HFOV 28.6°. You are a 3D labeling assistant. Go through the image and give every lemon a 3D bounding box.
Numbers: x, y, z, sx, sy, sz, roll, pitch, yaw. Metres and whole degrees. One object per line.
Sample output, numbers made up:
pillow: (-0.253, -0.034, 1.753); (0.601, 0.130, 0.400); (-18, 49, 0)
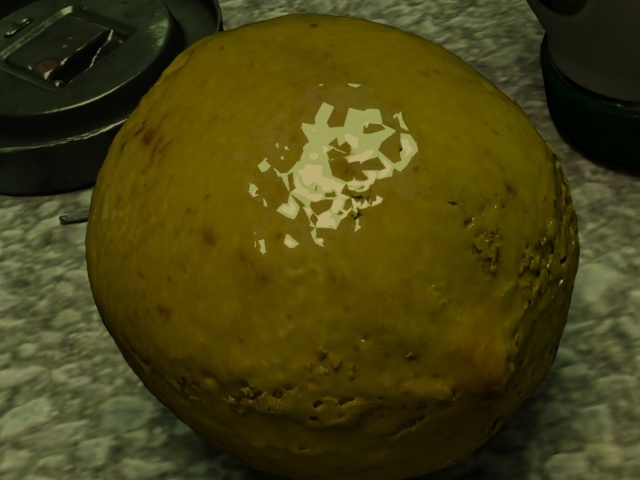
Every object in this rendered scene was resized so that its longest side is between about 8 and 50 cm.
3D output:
lemon: (0.000, 0.000, 0.715); (0.310, 0.258, 0.258); (25, 55, 39)

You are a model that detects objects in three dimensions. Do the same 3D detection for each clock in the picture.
clock: (-0.215, -0.147, 1.088); (0.280, 0.055, 0.280); (-8, 42, 7)

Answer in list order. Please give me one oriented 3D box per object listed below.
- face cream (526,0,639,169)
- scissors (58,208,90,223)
face cream: (0.232, -0.245, 0.835); (0.219, 0.357, 0.312); (-28, 39, -10)
scissors: (-0.111, -0.037, 0.969); (0.189, 0.015, 0.100); (-12, 44, 4)
